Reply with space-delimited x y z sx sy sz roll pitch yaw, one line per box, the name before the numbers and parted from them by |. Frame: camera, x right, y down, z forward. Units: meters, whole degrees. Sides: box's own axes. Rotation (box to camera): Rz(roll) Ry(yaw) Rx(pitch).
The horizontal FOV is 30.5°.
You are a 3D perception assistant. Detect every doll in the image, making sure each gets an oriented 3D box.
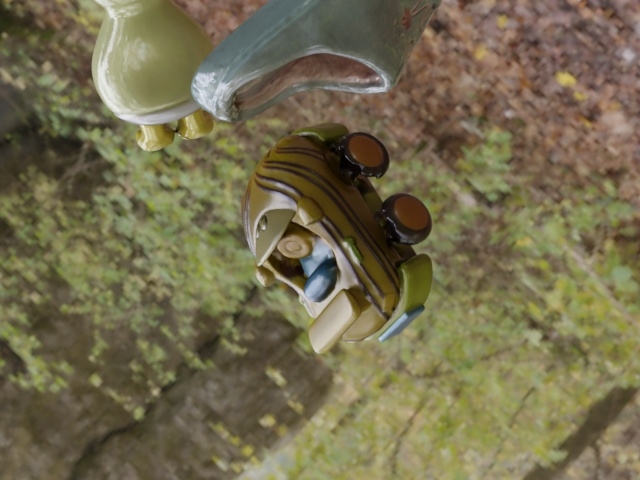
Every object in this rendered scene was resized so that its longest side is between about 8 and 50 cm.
doll | -0.196 -0.240 1.300 0.117 0.141 0.296 -107 4 -65

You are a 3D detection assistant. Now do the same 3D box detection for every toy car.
toy car | 0.000 0.000 1.251 0.247 0.142 0.200 55 139 18

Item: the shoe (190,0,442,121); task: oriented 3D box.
shoe | 0.027 -0.154 0.842 0.100 0.251 0.103 52 175 3
